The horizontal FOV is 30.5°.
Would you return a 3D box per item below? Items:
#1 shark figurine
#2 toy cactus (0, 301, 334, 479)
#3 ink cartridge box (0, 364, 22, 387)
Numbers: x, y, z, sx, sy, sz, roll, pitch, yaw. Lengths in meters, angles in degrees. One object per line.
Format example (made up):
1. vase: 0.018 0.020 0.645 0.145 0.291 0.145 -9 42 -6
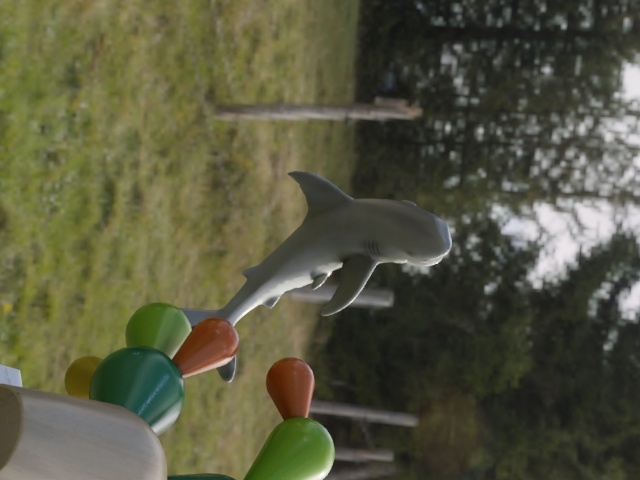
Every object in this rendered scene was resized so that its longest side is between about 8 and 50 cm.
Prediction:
1. shark figurine: -0.018 0.000 1.048 0.116 0.278 0.166 55 23 -23
2. toy cactus: -0.064 0.098 0.436 0.180 0.112 0.219 38 33 -47
3. ink cartridge box: -0.338 0.146 1.139 0.115 0.029 0.063 30 36 -53
